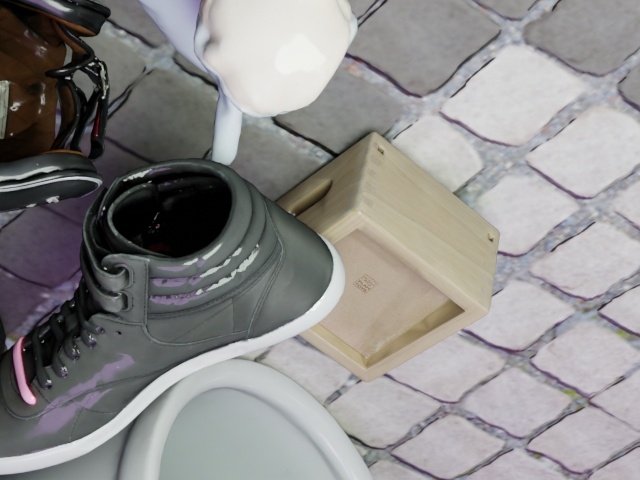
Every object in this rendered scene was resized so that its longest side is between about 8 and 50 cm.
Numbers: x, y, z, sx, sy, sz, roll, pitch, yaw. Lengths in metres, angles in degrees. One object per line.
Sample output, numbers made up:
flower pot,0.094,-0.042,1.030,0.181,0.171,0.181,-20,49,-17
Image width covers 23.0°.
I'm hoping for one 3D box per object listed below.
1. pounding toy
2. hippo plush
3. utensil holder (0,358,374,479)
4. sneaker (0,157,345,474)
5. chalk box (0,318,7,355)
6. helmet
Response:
pounding toy,-0.010,0.001,1.121,0.206,0.094,0.181,37,132,-22
hippo plush,-0.070,-0.206,0.847,0.236,0.234,0.294,33,173,-9
utensil holder,-0.171,0.316,1.293,0.385,0.327,0.327,-26,132,28
sneaker,-0.142,0.042,0.995,0.296,0.104,0.147,-27,141,7
chalk box,-0.339,0.093,1.150,0.179,0.180,0.289,-1,137,1
helmet,-0.216,-0.092,0.955,0.161,0.169,0.169,5,141,-35
